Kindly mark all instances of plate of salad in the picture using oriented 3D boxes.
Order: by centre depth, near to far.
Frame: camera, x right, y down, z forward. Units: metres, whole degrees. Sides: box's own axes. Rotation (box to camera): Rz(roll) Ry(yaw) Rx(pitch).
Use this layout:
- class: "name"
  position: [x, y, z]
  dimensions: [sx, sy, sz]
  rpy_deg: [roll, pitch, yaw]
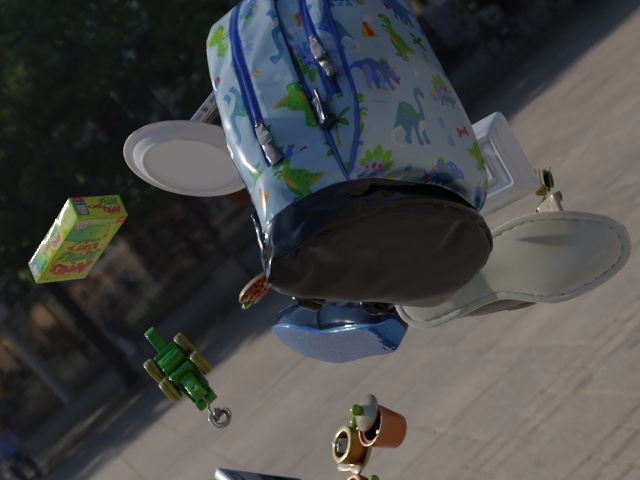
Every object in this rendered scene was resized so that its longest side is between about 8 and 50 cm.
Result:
- class: "plate of salad"
  position: [-0.186, -0.125, 1.711]
  dimensions: [0.200, 0.200, 0.048]
  rpy_deg: [-37, 40, 49]

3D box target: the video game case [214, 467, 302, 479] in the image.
- class: "video game case"
  position: [-0.062, 0.430, 1.947]
  dimensions: [0.190, 0.173, 0.022]
  rpy_deg: [22, 97, 58]

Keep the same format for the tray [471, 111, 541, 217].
- class: "tray"
  position: [0.215, -0.090, 1.935]
  dimensions: [0.270, 0.145, 0.030]
  rpy_deg: [-28, 1, 31]

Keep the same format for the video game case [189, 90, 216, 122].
- class: "video game case"
  position: [-0.215, -0.259, 2.307]
  dimensions: [0.183, 0.023, 0.201]
  rpy_deg: [-54, 4, -13]

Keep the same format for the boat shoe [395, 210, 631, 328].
- class: "boat shoe"
  position: [0.251, 0.035, 1.505]
  dimensions: [0.324, 0.117, 0.096]
  rpy_deg: [-21, -4, 31]

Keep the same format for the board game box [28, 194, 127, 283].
- class: "board game box"
  position: [-0.395, -0.001, 1.903]
  dimensions: [0.092, 0.043, 0.181]
  rpy_deg: [-7, -31, -42]

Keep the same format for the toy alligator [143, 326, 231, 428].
- class: "toy alligator"
  position: [-0.138, 0.158, 1.278]
  dimensions: [0.056, 0.051, 0.189]
  rpy_deg: [-43, 45, -7]

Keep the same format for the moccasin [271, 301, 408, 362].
- class: "moccasin"
  position: [0.051, 0.145, 2.095]
  dimensions: [0.342, 0.138, 0.117]
  rpy_deg: [-5, 50, 49]

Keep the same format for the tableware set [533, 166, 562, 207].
- class: "tableware set"
  position: [0.449, -0.093, 2.304]
  dimensions: [0.024, 0.104, 0.154]
  rpy_deg: [-13, -2, 23]

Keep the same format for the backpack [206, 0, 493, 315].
- class: "backpack"
  position: [0.022, -0.130, 1.244]
  dimensions: [0.290, 0.355, 0.273]
  rpy_deg: [10, -53, -44]

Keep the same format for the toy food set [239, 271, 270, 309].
- class: "toy food set"
  position: [-0.100, 0.078, 1.932]
  dimensions: [0.083, 0.020, 0.082]
  rpy_deg: [-33, -16, -35]

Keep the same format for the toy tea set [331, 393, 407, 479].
- class: "toy tea set"
  position: [0.024, 0.416, 2.025]
  dimensions: [0.200, 0.124, 0.336]
  rpy_deg: [24, 96, 65]

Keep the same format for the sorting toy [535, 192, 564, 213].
- class: "sorting toy"
  position: [0.331, -0.019, 1.642]
  dimensions: [0.012, 0.083, 0.062]
  rpy_deg: [-13, -16, -20]
